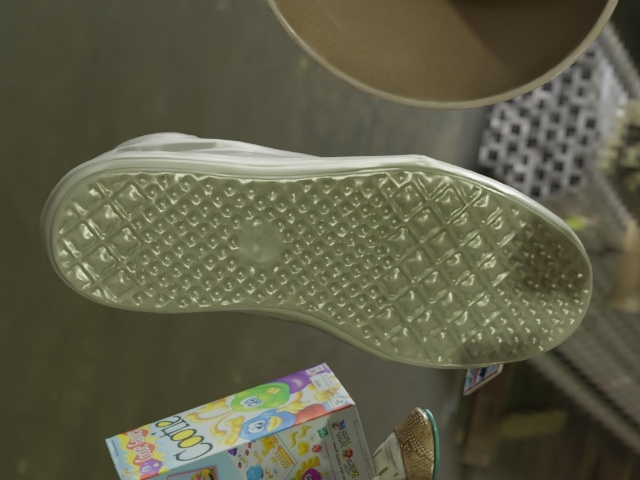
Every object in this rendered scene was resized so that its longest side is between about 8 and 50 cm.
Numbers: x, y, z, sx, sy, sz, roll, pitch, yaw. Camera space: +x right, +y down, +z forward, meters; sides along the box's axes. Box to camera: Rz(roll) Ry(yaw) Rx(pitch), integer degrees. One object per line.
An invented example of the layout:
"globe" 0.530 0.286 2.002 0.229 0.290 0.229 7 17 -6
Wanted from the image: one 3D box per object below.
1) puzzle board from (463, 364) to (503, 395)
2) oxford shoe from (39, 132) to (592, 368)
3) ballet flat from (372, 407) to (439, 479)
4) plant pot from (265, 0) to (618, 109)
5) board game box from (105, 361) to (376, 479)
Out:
"puzzle board" 0.175 0.087 1.989 0.096 0.011 0.128 132 -25 -65
"oxford shoe" 0.000 0.000 1.544 0.130 0.449 0.169 -134 -127 -72
"ballet flat" 0.090 0.250 2.102 0.206 0.067 0.073 87 -12 -53
"plant pot" 0.103 -0.266 1.377 0.274 0.256 0.256 -65 157 -58
"board game box" -0.089 0.268 2.250 0.142 0.275 0.144 -131 -156 -67
